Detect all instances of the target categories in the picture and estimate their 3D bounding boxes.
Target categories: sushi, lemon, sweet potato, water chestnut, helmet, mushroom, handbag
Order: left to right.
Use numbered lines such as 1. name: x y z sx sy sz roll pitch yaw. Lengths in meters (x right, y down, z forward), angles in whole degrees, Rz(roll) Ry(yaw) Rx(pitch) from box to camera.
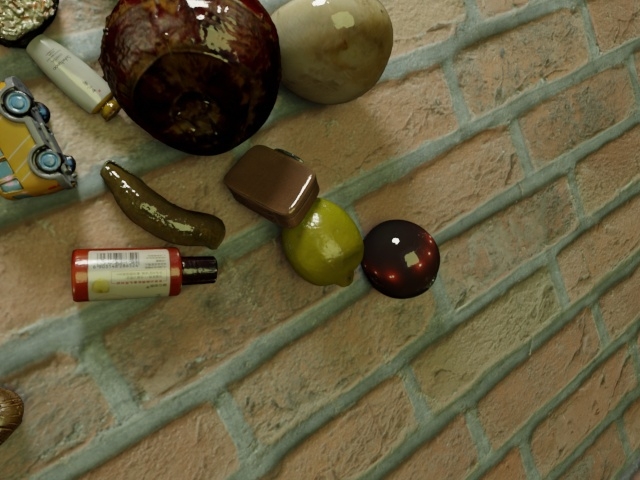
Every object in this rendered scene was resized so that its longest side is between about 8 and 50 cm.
1. mushroom: -0.615 0.333 0.822 0.109 0.085 0.126 39 71 -22
2. sushi: -0.544 -0.423 0.817 0.090 0.078 0.150 41 75 -22
3. sweet potato: -0.338 -0.063 0.945 0.285 0.085 0.112 32 45 -13
4. water chestnut: -0.244 -0.347 0.880 0.350 0.350 0.302 19 43 -25
5. handbag: -0.101 -0.126 0.994 0.151 0.193 0.072 -52 155 -17
6. lemon: 0.000 0.000 1.053 0.184 0.184 0.249 -30 88 -21
7. mushroom: 0.020 -0.471 0.994 0.292 0.292 0.290 9 72 -26
8. helmet: 0.208 0.046 1.163 0.216 0.193 0.189 41 75 8

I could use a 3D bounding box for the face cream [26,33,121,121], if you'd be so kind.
1. face cream: -0.475 -0.313 0.871 0.182 0.051 0.072 44 71 -22

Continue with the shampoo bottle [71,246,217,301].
1. shampoo bottle: -0.353 0.066 0.922 0.277 0.104 0.105 -1 93 -26

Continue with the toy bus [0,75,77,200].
1. toy bus: -0.548 -0.174 0.808 0.136 0.126 0.210 -24 103 -14
